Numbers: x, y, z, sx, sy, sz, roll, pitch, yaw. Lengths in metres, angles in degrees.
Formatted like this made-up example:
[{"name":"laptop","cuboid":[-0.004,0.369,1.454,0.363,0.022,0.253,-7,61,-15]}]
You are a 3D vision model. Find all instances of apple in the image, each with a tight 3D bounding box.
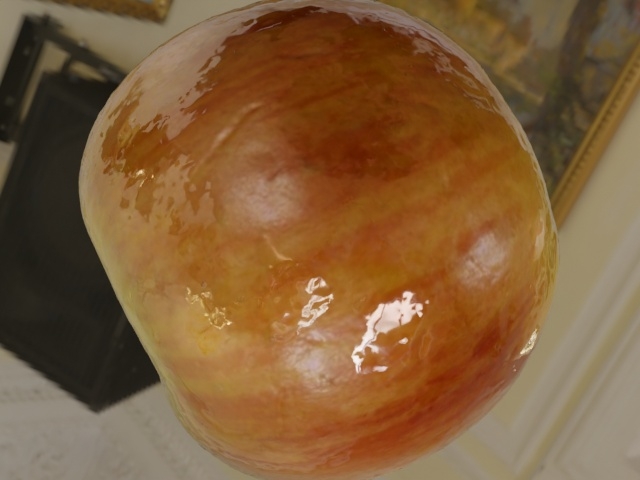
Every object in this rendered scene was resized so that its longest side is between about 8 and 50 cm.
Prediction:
[{"name":"apple","cuboid":[0.000,0.000,0.736,0.233,0.286,0.286,-26,-140,-8]}]
